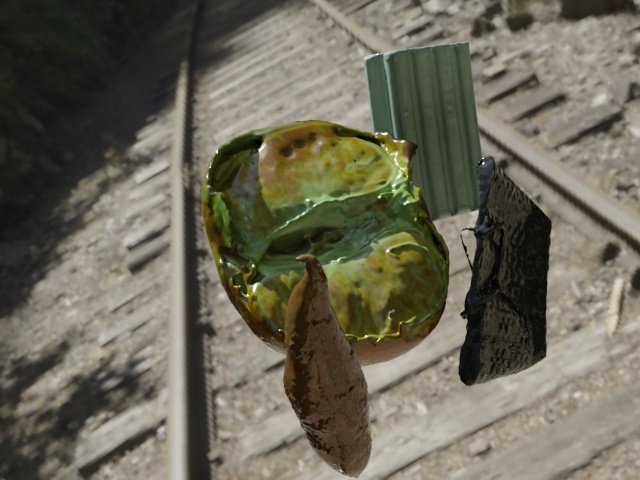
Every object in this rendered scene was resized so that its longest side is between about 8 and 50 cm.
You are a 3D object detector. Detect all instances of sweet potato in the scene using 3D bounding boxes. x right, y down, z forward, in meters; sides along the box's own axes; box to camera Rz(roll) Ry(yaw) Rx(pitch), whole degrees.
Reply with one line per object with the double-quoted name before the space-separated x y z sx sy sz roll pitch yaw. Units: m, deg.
"sweet potato" 0.002 0.095 0.774 0.060 0.206 0.068 -11 37 -2

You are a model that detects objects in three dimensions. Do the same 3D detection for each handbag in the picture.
"handbag" 0.213 0.047 1.309 0.088 0.270 0.175 0 -12 28

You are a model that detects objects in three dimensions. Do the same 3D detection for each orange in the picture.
"orange" -0.003 0.006 1.290 0.262 0.335 0.196 -16 -20 -34

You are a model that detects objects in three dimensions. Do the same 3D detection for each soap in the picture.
"soap" 0.164 -0.165 1.676 0.159 0.266 0.087 -14 10 -31
